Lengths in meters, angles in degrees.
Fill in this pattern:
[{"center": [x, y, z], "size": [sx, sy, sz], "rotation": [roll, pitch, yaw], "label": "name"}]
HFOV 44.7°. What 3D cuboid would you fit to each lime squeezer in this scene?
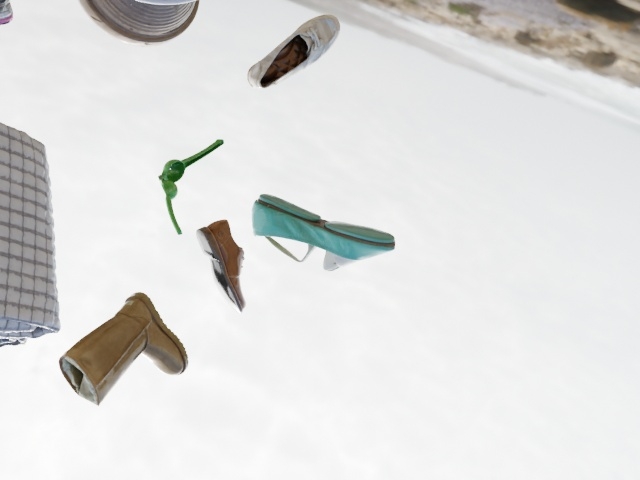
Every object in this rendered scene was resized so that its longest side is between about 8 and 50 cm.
[{"center": [-0.317, -0.126, 1.768], "size": [0.110, 0.059, 0.310], "rotation": [16, -132, 0], "label": "lime squeezer"}]

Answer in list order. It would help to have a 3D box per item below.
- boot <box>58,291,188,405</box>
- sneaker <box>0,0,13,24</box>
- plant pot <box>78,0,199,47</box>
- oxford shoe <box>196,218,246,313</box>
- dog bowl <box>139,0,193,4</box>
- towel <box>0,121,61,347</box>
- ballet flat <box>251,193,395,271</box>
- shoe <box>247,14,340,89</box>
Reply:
[{"center": [-0.425, 0.270, 1.705], "size": [0.236, 0.089, 0.269], "rotation": [58, -149, -15], "label": "boot"}, {"center": [-0.541, -0.437, 1.260], "size": [0.072, 0.077, 0.178], "rotation": [-23, -110, -33], "label": "sneaker"}, {"center": [-0.307, -0.472, 1.373], "size": [0.237, 0.237, 0.110], "rotation": [11, 166, -34], "label": "plant pot"}, {"center": [-0.179, 0.054, 1.569], "size": [0.076, 0.212, 0.076], "rotation": [-32, -145, -28], "label": "oxford shoe"}, {"center": [-0.244, -0.496, 1.175], "size": [0.265, 0.265, 0.104], "rotation": [15, -130, -24], "label": "dog bowl"}, {"center": [-0.404, -0.016, 0.780], "size": [0.121, 0.235, 0.284], "rotation": [-16, 161, 26], "label": "towel"}, {"center": [0.000, 0.000, 1.228], "size": [0.247, 0.087, 0.083], "rotation": [19, -164, 20], "label": "ballet flat"}, {"center": [-0.046, -0.368, 1.537], "size": [0.076, 0.219, 0.058], "rotation": [53, 176, -21], "label": "shoe"}]
